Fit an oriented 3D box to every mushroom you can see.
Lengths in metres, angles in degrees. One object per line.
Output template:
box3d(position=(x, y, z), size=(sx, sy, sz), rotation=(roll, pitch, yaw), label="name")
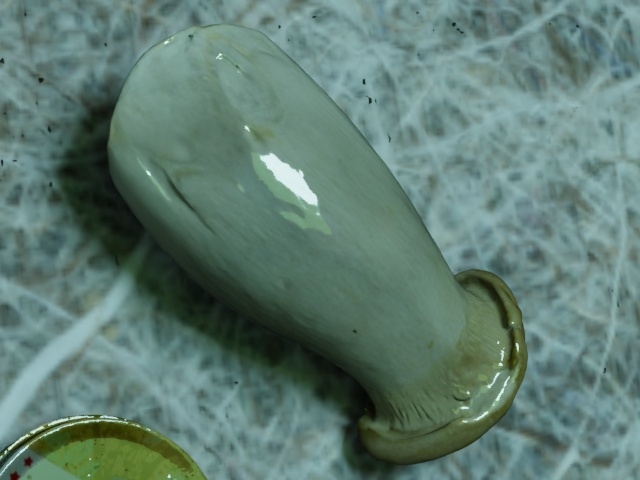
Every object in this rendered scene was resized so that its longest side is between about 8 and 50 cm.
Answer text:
box3d(position=(-0.001, 0.000, 0.741), size=(0.212, 0.088, 0.097), rotation=(40, 36, -19), label="mushroom")

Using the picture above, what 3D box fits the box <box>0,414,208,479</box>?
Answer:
box3d(position=(-0.091, 0.121, 0.706), size=(0.105, 0.037, 0.106), rotation=(4, 79, -24), label="box")
